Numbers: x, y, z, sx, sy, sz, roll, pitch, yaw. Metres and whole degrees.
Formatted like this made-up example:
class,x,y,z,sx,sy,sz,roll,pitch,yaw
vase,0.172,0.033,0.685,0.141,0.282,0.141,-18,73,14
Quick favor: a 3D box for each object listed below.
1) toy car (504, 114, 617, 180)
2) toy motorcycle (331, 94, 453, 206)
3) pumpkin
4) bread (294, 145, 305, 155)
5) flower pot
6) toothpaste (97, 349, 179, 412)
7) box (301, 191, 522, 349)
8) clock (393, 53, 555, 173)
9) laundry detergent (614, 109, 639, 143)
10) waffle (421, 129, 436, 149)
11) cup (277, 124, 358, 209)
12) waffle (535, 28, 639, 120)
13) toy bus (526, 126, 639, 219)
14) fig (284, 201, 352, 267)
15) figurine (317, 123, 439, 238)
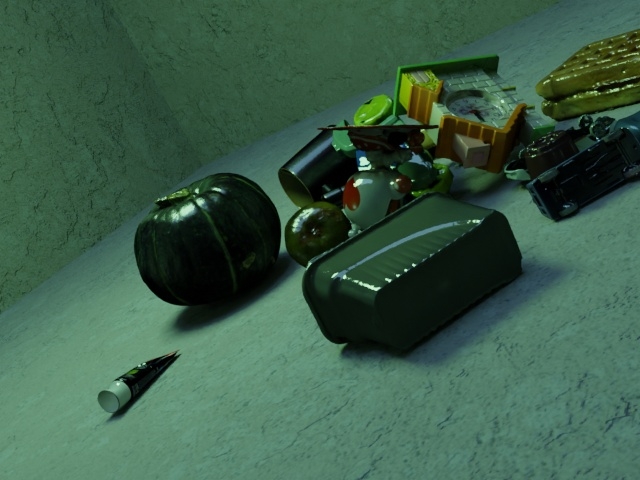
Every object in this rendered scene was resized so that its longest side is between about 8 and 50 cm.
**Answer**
class,x,y,z,sx,sy,sz,roll,pitch,yaw
toy car,0.414,-0.155,1.522,0.205,0.056,0.095,-30,13,9
toy motorcycle,0.140,-0.136,1.798,0.200,0.191,0.326,-35,31,7
pumpkin,-0.235,0.002,1.847,0.323,0.241,0.323,-21,19,8
bread,0.033,-0.247,2.531,0.196,0.102,0.138,-29,16,-6
flower pot,0.373,-0.121,1.408,0.111,0.089,0.111,-27,14,7
toothpaste,-0.326,0.244,1.580,0.071,0.045,0.193,-21,9,28
box,0.126,0.043,1.221,0.274,0.138,0.178,-33,19,-16
clock,0.290,-0.238,1.672,0.220,0.106,0.255,-11,41,-17
laundry detergent,0.540,-0.192,1.399,0.206,0.061,0.096,-31,22,-7
waffle,0.280,-0.255,2.103,0.274,0.057,0.168,-20,5,29
cup,0.020,-0.170,2.148,0.177,0.166,0.239,-38,15,-20
waffle,0.607,-0.341,1.743,0.224,0.098,0.327,-38,15,-27
toy bus,0.396,-0.101,1.324,0.167,0.073,0.076,-30,3,0
fig,-0.016,-0.006,1.704,0.185,0.126,0.133,-13,58,70
figurine,0.105,-0.097,1.621,0.160,0.226,0.183,-5,7,-43
